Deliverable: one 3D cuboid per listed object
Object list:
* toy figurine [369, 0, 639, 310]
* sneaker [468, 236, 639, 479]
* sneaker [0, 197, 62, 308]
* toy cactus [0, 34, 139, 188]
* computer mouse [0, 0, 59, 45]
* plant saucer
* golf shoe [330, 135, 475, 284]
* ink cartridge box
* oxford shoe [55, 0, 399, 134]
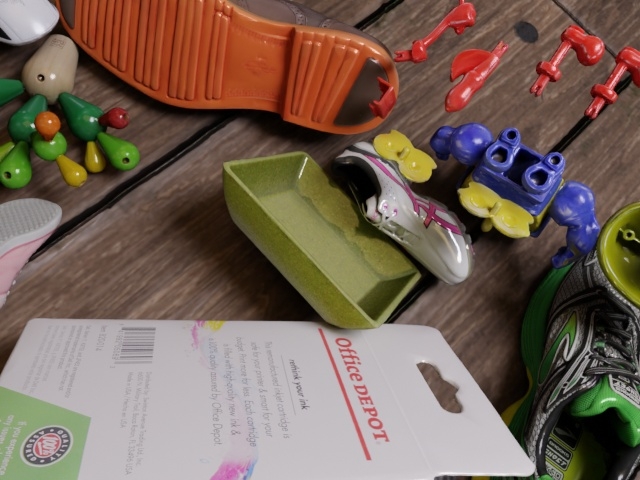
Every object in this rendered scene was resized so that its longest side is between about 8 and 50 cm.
[{"bbox_3d":[0.236,-0.069,0.619,0.362,0.217,0.191,32,91,13],"label":"toy figurine"},{"bbox_3d":[0.270,0.136,0.591,0.134,0.146,0.344,28,65,-2],"label":"sneaker"},{"bbox_3d":[-0.291,0.016,0.558,0.050,0.070,0.134,24,36,6],"label":"sneaker"},{"bbox_3d":[-0.282,-0.134,0.593,0.218,0.112,0.181,6,58,-2],"label":"toy cactus"},{"bbox_3d":[-0.340,-0.259,0.620,0.193,0.042,0.106,32,64,21],"label":"computer mouse"},{"bbox_3d":[0.000,0.000,0.589,0.188,0.045,0.188,46,22,7],"label":"plant saucer"},{"bbox_3d":[0.082,-0.024,0.643,0.086,0.067,0.186,-25,70,-37],"label":"golf shoe"},{"bbox_3d":[-0.052,0.157,0.463,0.353,0.207,0.119,2,111,-12],"label":"ink cartridge box"},{"bbox_3d":[-0.095,-0.212,0.664,0.363,0.130,0.133,19,31,-4],"label":"oxford shoe"}]
